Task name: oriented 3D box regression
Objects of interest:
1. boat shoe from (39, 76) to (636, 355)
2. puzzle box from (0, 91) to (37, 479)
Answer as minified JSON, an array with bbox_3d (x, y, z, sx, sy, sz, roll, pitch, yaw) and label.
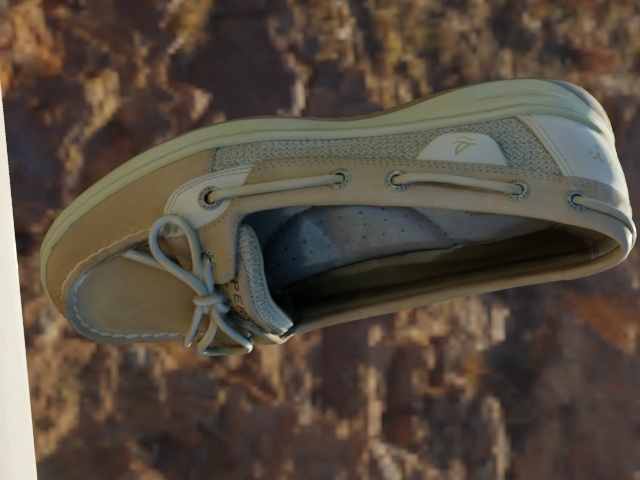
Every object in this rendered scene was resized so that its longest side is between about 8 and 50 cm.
[{"bbox_3d":[0.001,0.001,0.438,0.048,0.153,0.056,-94,170,-48],"label":"boat shoe"},{"bbox_3d":[-0.212,0.022,0.669,0.052,0.272,0.408,-15,108,-44],"label":"puzzle box"}]
